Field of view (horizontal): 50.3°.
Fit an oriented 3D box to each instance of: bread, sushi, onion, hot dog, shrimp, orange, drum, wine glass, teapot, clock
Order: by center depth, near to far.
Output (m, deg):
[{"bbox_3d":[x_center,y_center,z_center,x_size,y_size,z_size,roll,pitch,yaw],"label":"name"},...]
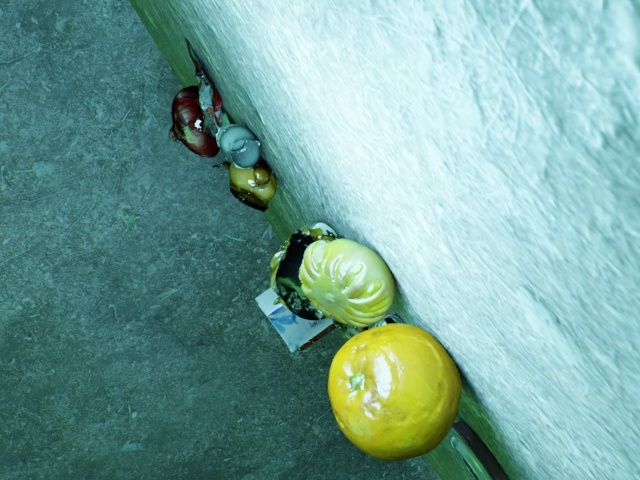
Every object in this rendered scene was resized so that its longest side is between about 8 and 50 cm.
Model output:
[{"bbox_3d":[0.145,0.293,1.324,0.261,0.261,0.261,55,174,9],"label":"orange"},{"bbox_3d":[0.048,0.093,1.387,0.213,0.105,0.213,20,132,24],"label":"bread"},{"bbox_3d":[-0.030,0.074,1.613,0.204,0.200,0.213,22,142,30],"label":"sushi"},{"bbox_3d":[0.394,0.557,1.692,0.244,0.056,0.244,55,173,10],"label":"clock"},{"bbox_3d":[0.000,0.000,1.812,0.107,0.077,0.200,37,177,-10],"label":"teapot"},{"bbox_3d":[0.060,0.208,2.004,0.365,0.071,0.233,51,173,50],"label":"shrimp"},{"bbox_3d":[-0.243,-0.282,2.030,0.111,0.111,0.204,59,174,-27],"label":"wine glass"},{"bbox_3d":[-0.224,-0.218,2.145,0.194,0.107,0.326,23,-161,-39],"label":"hot dog"},{"bbox_3d":[-0.325,-0.391,2.406,0.253,0.049,0.130,-102,-12,-83],"label":"drum"},{"bbox_3d":[-0.455,-0.417,2.430,0.272,0.195,0.272,-14,-90,-85],"label":"onion"}]

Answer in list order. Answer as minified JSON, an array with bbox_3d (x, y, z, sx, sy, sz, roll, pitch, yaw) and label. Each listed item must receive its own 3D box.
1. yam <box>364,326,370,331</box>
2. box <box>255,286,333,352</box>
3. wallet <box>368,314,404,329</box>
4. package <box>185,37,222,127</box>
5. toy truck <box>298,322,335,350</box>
[{"bbox_3d":[0.175,0.305,2.034,0.317,0.067,0.071,-133,47,-56],"label":"yam"},{"bbox_3d":[-0.047,0.206,2.278,0.116,0.274,0.203,46,168,51],"label":"box"},{"bbox_3d":[0.200,0.292,1.726,0.223,0.077,0.309,57,176,8],"label":"wallet"},{"bbox_3d":[-0.366,-0.492,2.173,0.194,0.071,0.269,49,158,35],"label":"package"},{"bbox_3d":[0.001,0.285,2.437,0.107,0.252,0.114,55,170,8],"label":"toy truck"}]
